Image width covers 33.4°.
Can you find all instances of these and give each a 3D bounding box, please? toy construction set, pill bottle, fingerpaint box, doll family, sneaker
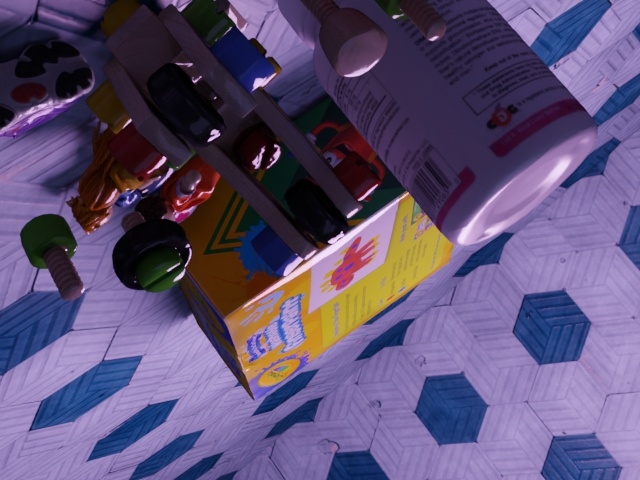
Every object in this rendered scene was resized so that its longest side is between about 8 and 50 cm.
[{"bbox_3d":[-0.073,-0.142,0.790,0.257,0.237,0.309,3,133,-45],"label":"toy construction set"},{"bbox_3d":[0.095,-0.149,0.945,0.160,0.283,0.160,-34,163,-12],"label":"pill bottle"},{"bbox_3d":[0.000,0.000,1.393,0.371,0.163,0.445,-35,163,-10],"label":"fingerpaint box"},{"bbox_3d":[-0.163,-0.066,1.021,0.163,0.118,0.263,-40,-177,-14],"label":"doll family"},{"bbox_3d":[-0.247,-0.095,0.803,0.170,0.068,0.071,-23,164,-41],"label":"sneaker"}]
